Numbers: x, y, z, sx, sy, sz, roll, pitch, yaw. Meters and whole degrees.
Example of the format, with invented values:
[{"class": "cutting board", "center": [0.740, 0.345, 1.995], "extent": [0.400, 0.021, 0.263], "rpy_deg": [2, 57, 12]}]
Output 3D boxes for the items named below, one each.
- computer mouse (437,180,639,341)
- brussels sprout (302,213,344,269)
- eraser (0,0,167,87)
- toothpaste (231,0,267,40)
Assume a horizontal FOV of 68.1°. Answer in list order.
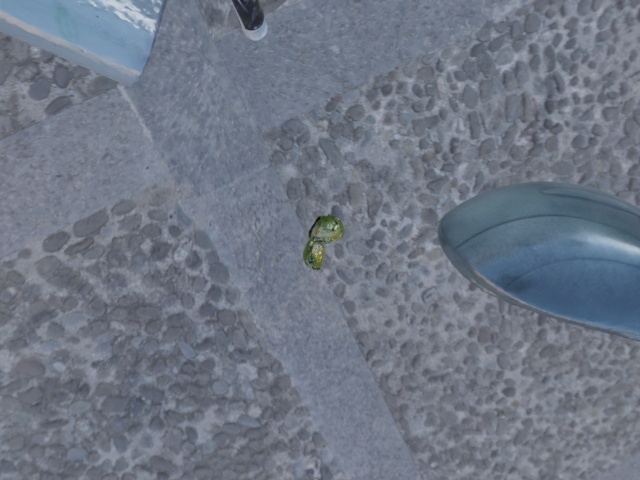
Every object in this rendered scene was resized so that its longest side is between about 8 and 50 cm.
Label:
[{"class": "computer mouse", "center": [0.324, 0.016, 0.537], "extent": [0.371, 0.188, 0.121], "rpy_deg": [18, 125, -3]}, {"class": "brussels sprout", "center": [-0.001, 0.001, 0.703], "extent": [0.046, 0.051, 0.083], "rpy_deg": [38, 83, -24]}, {"class": "eraser", "center": [-0.232, -0.244, 0.364], "extent": [0.227, 0.081, 0.173], "rpy_deg": [18, 76, -30]}, {"class": "toothpaste", "center": [-0.123, -0.389, 0.766], "extent": [0.045, 0.193, 0.071], "rpy_deg": [15, 86, 3]}]
